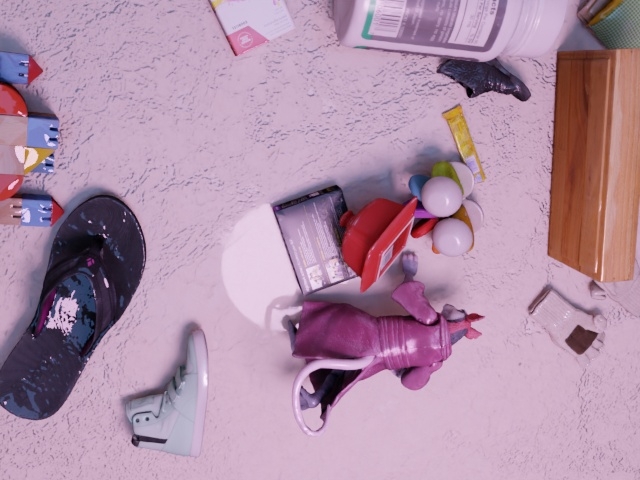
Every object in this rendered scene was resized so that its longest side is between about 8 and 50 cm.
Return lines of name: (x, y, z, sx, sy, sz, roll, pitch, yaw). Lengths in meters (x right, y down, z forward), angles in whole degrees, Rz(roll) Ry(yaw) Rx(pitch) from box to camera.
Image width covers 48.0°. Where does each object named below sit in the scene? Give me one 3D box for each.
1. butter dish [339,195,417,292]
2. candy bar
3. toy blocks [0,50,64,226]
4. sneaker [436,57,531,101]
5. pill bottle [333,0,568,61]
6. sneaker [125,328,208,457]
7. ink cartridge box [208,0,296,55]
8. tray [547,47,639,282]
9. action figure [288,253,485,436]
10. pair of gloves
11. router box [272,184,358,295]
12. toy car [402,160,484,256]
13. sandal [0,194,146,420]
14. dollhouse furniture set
butter dish: (0.088, -0.013, 1.306, 0.118, 0.160, 0.160, 33, 62, 16)
candy bar: (0.281, -0.180, 1.395, 0.040, 0.018, 0.161, -24, 107, -1)
toy blocks: (-0.548, -0.166, 1.174, 0.261, 0.191, 0.381, 2, 104, -23)
sneaker: (0.310, -0.297, 1.357, 0.170, 0.051, 0.089, 39, 94, -12)
pill bottle: (0.217, -0.416, 1.229, 0.361, 0.204, 0.204, 3, 103, -12)
sneaker: (-0.290, 0.288, 1.358, 0.151, 0.094, 0.255, 6, 101, -9)
ink cartridge box: (-0.138, -0.430, 1.228, 0.115, 0.067, 0.198, -27, 106, -3)
tray: (0.512, -0.146, 1.350, 0.076, 0.203, 0.410, -3, 104, -10)
action figure: (0.123, 0.180, 1.332, 0.370, 0.276, 0.248, -12, 99, 6)
pair of gloves: (0.578, 0.134, 1.503, 0.240, 0.042, 0.204, -44, 114, 5)
router box: (0.000, 0.000, 1.369, 0.133, 0.046, 0.179, -19, 106, -6)
toy car: (0.223, -0.058, 1.363, 0.136, 0.159, 0.182, -8, 109, 29)
sandal: (-0.440, 0.135, 1.284, 0.168, 0.107, 0.445, 24, 98, -15)
dollhouse furniture set: (0.657, -0.473, 1.327, 0.197, 0.151, 0.301, 38, 94, -17)
